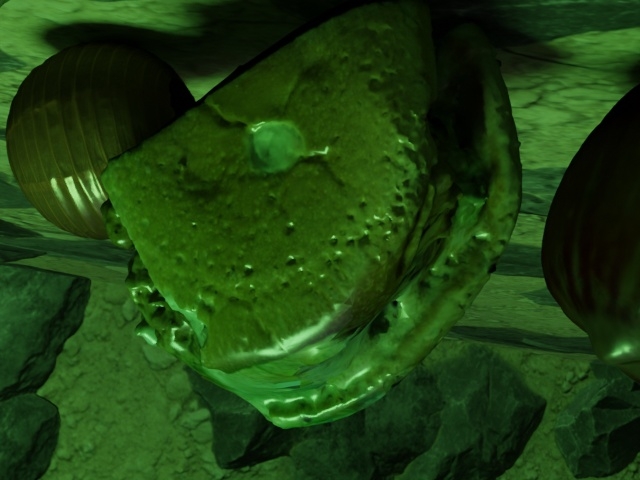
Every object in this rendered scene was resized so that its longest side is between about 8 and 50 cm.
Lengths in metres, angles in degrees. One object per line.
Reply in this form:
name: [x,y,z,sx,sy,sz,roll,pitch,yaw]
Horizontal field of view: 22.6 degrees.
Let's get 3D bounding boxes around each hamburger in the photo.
hamburger: [0.000,0.000,0.952,0.288,0.192,0.168,-31,165,26]

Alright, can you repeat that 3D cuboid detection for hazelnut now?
hazelnut: [0.238,-0.004,0.938,0.229,0.229,0.229,6,171,1]

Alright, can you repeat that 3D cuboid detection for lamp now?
lamp: [-0.143,-0.066,1.064,0.136,0.136,0.136,6,171,1]

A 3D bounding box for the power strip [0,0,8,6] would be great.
power strip: [-0.301,-0.139,0.966,0.092,0.066,0.387,11,168,-36]
